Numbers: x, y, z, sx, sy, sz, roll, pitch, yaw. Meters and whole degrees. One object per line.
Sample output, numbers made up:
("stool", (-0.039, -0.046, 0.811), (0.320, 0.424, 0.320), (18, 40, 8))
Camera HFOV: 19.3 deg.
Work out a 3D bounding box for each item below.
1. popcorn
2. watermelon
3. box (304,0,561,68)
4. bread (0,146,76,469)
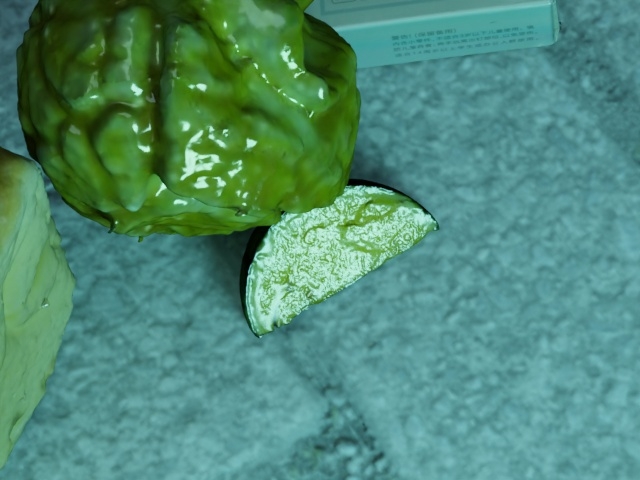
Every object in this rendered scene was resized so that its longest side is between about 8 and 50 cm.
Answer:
("popcorn", (-0.111, -0.121, 1.477), (0.282, 0.282, 0.247), (-3, 96, 8))
("watermelon", (-0.004, -0.005, 1.590), (0.181, 0.075, 0.092), (-33, 111, -4))
("box", (0.069, -0.226, 1.641), (0.269, 0.079, 0.135), (-6, 68, 6))
("bread", (-0.425, 0.072, 1.494), (0.371, 0.279, 0.390), (18, 72, 14))
